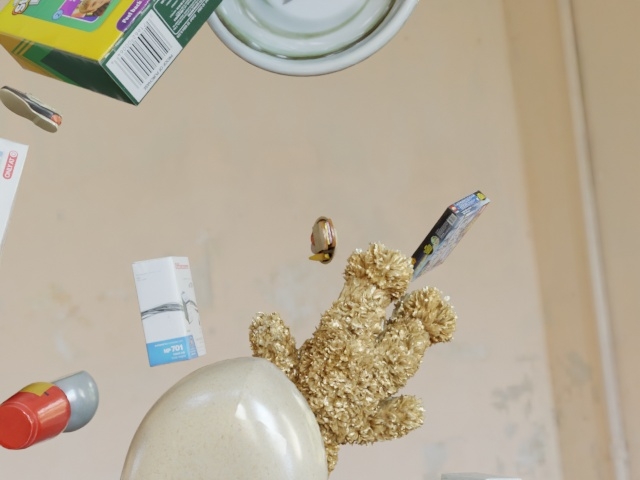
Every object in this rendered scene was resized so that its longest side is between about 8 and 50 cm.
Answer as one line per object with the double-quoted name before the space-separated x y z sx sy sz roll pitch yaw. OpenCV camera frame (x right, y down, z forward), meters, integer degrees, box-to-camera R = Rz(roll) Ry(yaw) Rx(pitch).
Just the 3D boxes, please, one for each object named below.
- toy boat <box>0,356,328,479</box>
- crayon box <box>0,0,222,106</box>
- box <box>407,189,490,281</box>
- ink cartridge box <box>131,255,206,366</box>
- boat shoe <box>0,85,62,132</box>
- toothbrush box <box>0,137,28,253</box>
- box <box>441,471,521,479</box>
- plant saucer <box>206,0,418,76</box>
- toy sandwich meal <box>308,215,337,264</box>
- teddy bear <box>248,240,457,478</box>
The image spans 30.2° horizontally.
"toy boat" -0.146 0.207 1.111 0.318 0.268 0.148 23 9 10
"crayon box" -0.283 -0.394 1.783 0.313 0.363 0.106 21 -21 43
"box" 0.179 -0.007 1.708 0.094 0.027 0.137 -26 -24 -51
"ink cartridge box" -0.278 0.128 2.179 0.082 0.191 0.139 -10 -2 7
"boat shoe" -0.561 -0.261 2.299 0.137 0.043 0.049 34 -37 -28
"toothbrush box" -0.480 0.017 1.556 0.122 0.206 0.283 15 -37 -12
"box" 0.254 0.423 1.887 0.087 0.101 0.102 8 -9 -41
"plant saucer" -0.011 -0.460 1.941 0.400 0.401 0.100 -7 -4 13
"toy sandwich meal" 0.000 0.000 1.886 0.029 0.086 0.085 -4 -6 -29
"teddy bear" 0.028 0.164 1.446 0.338 0.245 0.113 -34 21 -15
